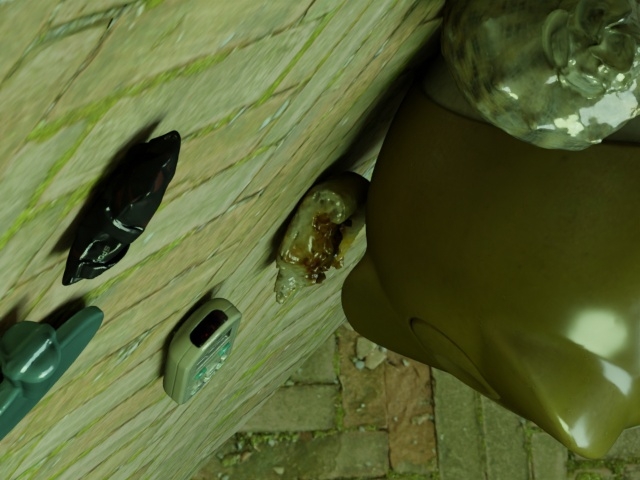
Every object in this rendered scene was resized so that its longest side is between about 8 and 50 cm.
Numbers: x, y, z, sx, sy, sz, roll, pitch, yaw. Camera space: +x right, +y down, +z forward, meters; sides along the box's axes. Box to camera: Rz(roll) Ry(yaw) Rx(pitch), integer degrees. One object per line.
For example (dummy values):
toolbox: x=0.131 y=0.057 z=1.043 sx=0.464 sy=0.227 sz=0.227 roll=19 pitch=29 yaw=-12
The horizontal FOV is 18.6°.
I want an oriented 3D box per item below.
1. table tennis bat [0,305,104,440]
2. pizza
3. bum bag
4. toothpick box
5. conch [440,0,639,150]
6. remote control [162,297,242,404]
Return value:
table tennis bat: x=-0.197 y=0.094 z=1.312 sx=0.153 sy=0.040 sz=0.244 roll=-47 pitch=178 yaw=-16
pizza: x=0.004 y=-0.006 z=1.943 sx=0.134 sy=0.056 sz=0.271 roll=-54 pitch=175 yaw=-21
bum bag: x=-0.119 y=-0.015 z=1.166 sx=0.124 sy=0.034 sz=0.058 roll=-52 pitch=-174 yaw=40
toothpick box: x=0.253 y=-0.030 z=1.829 sx=0.425 sy=0.409 sz=0.409 roll=-52 pitch=174 yaw=-10
conch: x=0.175 y=-0.189 z=1.575 sx=0.210 sy=0.159 sz=0.291 roll=-54 pitch=-145 yaw=-4
remote control: x=-0.117 y=0.106 z=1.886 sx=0.078 sy=0.042 sz=0.221 roll=-45 pitch=172 yaw=-16
